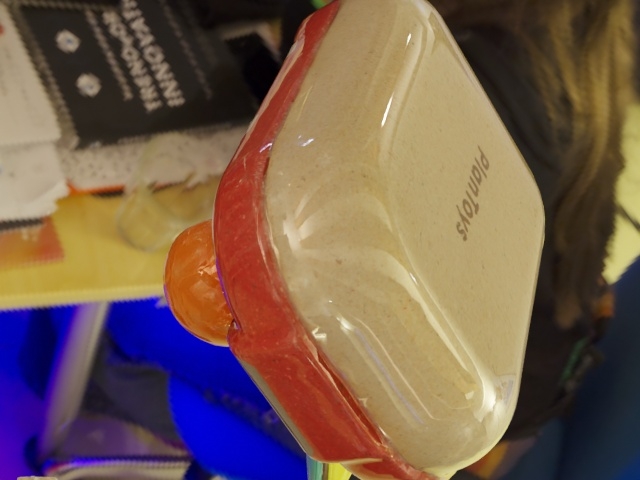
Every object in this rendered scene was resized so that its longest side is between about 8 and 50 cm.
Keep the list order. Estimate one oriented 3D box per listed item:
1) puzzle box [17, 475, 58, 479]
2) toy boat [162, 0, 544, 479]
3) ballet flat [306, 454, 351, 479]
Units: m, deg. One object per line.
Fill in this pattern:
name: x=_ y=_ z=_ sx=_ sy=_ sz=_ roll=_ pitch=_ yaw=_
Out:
puzzle box: x=-0.358 y=0.500 z=1.503 sx=0.052 sy=0.409 sz=0.272 roll=9 pitch=34 yaw=-35
toy boat: x=0.000 y=0.000 z=0.557 sx=0.151 sy=0.151 sz=0.231 roll=57 pitch=30 yaw=-24
ballet flat: x=0.022 y=0.089 z=1.032 sx=0.077 sy=0.077 sz=0.231 roll=-5 pitch=90 yaw=-8
